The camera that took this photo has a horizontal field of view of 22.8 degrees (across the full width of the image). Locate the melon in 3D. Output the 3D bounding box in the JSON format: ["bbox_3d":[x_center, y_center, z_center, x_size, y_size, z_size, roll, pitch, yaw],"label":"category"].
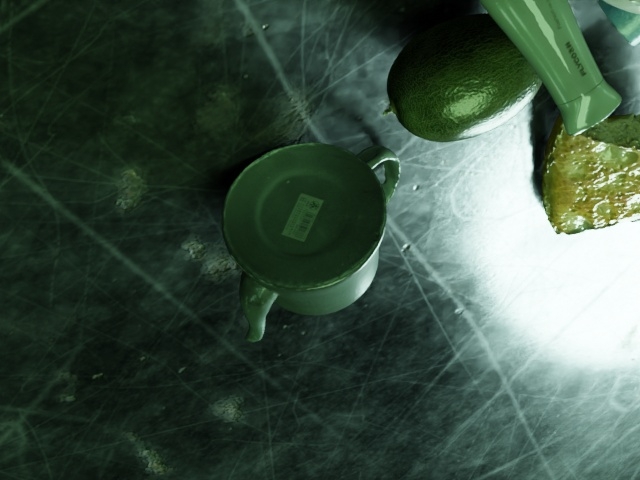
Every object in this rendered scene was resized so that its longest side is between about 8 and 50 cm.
[{"bbox_3d":[0.134,-0.154,1.505,0.167,0.114,0.114,-23,143,-5],"label":"melon"}]

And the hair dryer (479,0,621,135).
[{"bbox_3d":[0.263,-0.243,1.463,0.237,0.075,0.206,-39,103,-16],"label":"hair dryer"}]

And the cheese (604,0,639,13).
[{"bbox_3d":[0.298,-0.287,1.369,0.198,0.154,0.189,12,95,-34],"label":"cheese"}]

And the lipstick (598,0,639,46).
[{"bbox_3d":[0.391,-0.296,1.520,0.274,0.061,0.068,-39,138,19],"label":"lipstick"}]

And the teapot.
[{"bbox_3d":[0.000,0.000,1.598,0.239,0.162,0.149,-50,156,-17],"label":"teapot"}]

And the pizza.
[{"bbox_3d":[0.329,-0.079,1.745,0.188,0.081,0.204,8,147,-5],"label":"pizza"}]
